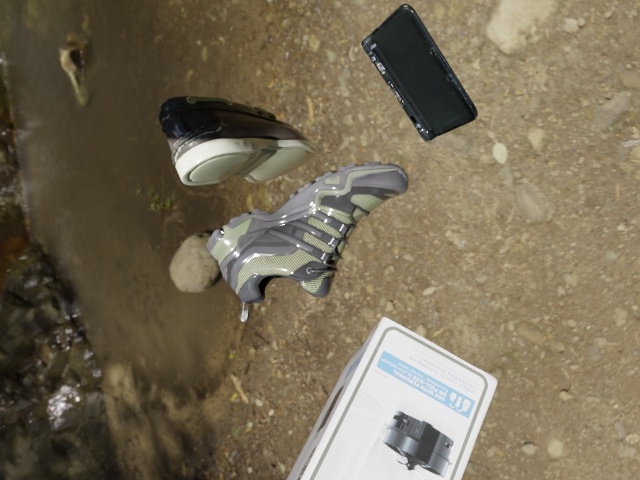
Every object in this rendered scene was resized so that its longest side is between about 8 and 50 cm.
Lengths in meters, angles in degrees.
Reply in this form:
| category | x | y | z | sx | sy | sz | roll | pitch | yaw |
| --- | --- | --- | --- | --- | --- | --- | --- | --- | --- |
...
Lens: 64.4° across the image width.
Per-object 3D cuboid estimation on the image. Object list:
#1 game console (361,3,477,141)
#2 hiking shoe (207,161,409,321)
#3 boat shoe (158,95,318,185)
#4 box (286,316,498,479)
| category | x | y | z | sx | sy | sz | roll | pitch | yaw |
| --- | --- | --- | --- | --- | --- | --- | --- | --- | --- |
| game console | 0.105 | -0.169 | 0.509 | 0.071 | 0.107 | 0.122 | -28 | 103 | 35 |
| hiking shoe | 0.000 | 0.000 | 0.544 | 0.226 | 0.086 | 0.114 | -25 | 84 | 5 |
| boat shoe | -0.072 | -0.105 | 0.524 | 0.081 | 0.227 | 0.069 | -31 | 85 | 23 |
| box | 0.003 | 0.214 | 0.348 | 0.087 | 0.290 | 0.169 | 28 | 156 | 6 |
